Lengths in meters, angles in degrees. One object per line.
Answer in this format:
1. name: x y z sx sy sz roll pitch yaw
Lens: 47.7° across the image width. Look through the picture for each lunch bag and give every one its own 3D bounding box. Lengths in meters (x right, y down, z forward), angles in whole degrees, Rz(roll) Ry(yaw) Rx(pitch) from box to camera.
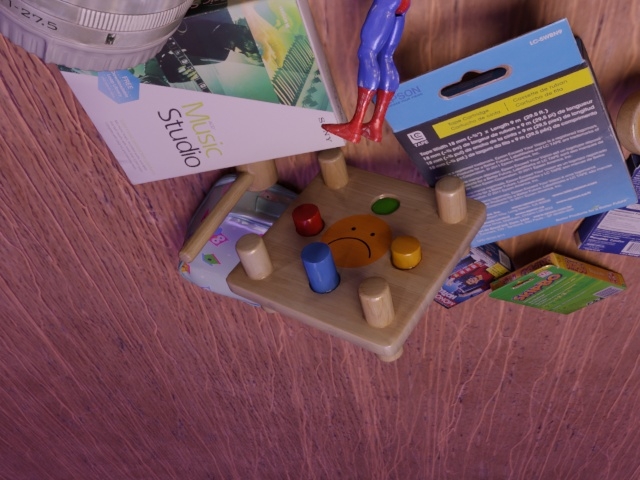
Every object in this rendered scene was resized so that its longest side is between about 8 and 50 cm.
1. lunch bag: -0.068 0.011 1.163 0.279 0.107 0.224 19 138 -20

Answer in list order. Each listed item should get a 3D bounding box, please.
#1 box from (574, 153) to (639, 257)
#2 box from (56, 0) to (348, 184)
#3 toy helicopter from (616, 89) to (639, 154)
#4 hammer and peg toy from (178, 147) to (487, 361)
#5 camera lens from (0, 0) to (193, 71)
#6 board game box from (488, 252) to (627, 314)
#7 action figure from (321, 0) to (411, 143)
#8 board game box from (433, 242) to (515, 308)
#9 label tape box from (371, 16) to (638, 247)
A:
1. box: 0.498 -0.058 1.090 0.137 0.036 0.225 8 142 -7
2. box: -0.147 -0.194 0.932 0.322 0.058 0.232 -10 136 14
3. toy helicopter: 0.524 -0.112 0.914 0.355 0.140 0.234 21 98 -22
4. hammer and peg toy: 0.000 0.000 0.953 0.361 0.266 0.127 18 144 31
5. camera lens: -0.196 -0.320 0.652 0.219 0.219 0.274 18 140 -18
6. board game box: 0.398 0.076 1.216 0.259 0.039 0.124 11 146 -43
7. action figure: 0.044 -0.262 0.786 0.139 0.091 0.280 29 111 23
8. board game box: 0.190 0.037 1.214 0.194 0.060 0.194 33 133 -33
9. label tape box: 0.242 -0.148 0.936 0.241 0.105 0.333 -17 137 26
